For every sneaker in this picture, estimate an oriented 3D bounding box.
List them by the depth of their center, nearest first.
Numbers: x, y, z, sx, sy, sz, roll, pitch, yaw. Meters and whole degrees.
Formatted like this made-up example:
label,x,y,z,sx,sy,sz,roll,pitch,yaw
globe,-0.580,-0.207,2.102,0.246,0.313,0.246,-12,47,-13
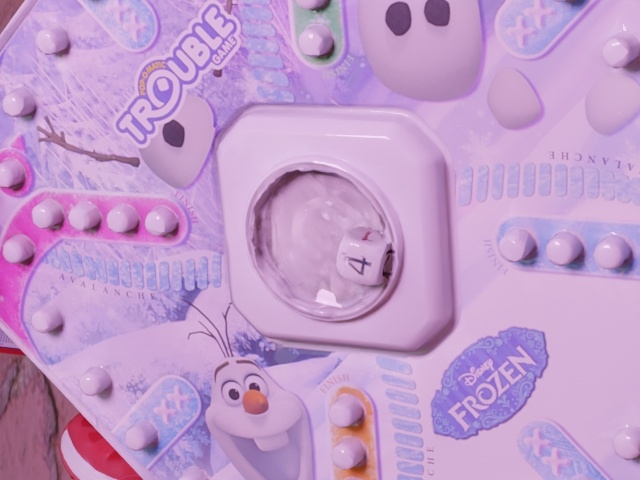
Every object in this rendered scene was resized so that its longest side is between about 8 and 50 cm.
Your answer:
label,x,y,z,sx,sy,sz,roll,pitch,yaw
sneaker,-0.089,0.136,1.238,0.221,0.087,0.128,27,105,39

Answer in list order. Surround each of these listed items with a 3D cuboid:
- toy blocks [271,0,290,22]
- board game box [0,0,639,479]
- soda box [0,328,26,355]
label,x,y,z,sx,sy,sz,roll,pitch,yaw
toy blocks,-0.002,-0.204,0.992,0.381,0.261,0.190,51,129,53
board game box,0.000,0.000,0.865,0.390,0.050,0.390,46,121,5
soda box,-0.090,0.031,1.088,0.092,0.263,0.083,33,111,64
